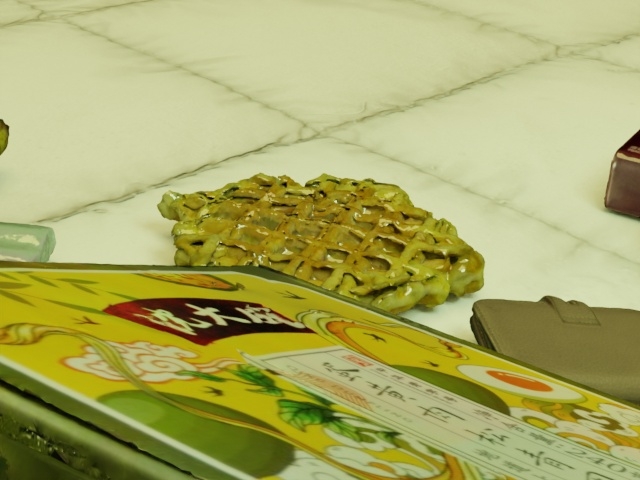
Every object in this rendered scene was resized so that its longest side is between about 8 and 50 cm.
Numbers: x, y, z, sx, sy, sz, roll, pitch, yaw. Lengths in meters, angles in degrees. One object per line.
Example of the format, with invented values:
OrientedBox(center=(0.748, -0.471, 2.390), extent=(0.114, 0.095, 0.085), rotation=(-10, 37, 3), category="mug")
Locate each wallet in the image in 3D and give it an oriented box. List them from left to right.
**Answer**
OrientedBox(center=(0.189, 0.082, 0.851), extent=(0.152, 0.039, 0.118), rotation=(3, 29, -9), category="wallet")

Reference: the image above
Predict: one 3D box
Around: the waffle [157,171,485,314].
OrientedBox(center=(0.000, 0.002, 0.969), extent=(0.254, 0.052, 0.245), rotation=(-10, 29, -29), category="waffle")

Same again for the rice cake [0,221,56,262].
OrientedBox(center=(-0.323, 0.009, 0.916), extent=(0.221, 0.042, 0.080), rotation=(3, 25, -3), category="rice cake")

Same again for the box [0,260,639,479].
OrientedBox(center=(0.025, 0.130, 0.494), extent=(0.420, 0.138, 0.373), rotation=(20, 9, 27), category="box")

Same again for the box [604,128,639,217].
OrientedBox(center=(0.391, -0.044, 1.100), extent=(0.224, 0.069, 0.120), rotation=(17, 30, 27), category="box")

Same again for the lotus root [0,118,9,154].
OrientedBox(center=(-0.348, -0.077, 1.019), extent=(0.190, 0.108, 0.094), rotation=(-3, 52, -42), category="lotus root")
